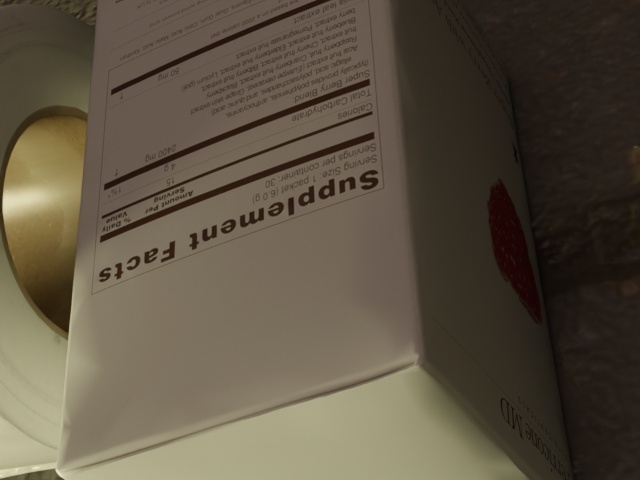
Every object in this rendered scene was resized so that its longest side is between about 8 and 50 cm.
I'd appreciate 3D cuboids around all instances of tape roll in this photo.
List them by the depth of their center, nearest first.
[{"bbox_3d":[-0.196,0.007,0.775,0.169,0.246,0.246,-13,53,27],"label":"tape roll"}]

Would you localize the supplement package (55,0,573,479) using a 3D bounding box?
[{"bbox_3d":[0.000,0.000,0.692,0.175,0.177,0.293,-19,50,21],"label":"supplement package"}]
